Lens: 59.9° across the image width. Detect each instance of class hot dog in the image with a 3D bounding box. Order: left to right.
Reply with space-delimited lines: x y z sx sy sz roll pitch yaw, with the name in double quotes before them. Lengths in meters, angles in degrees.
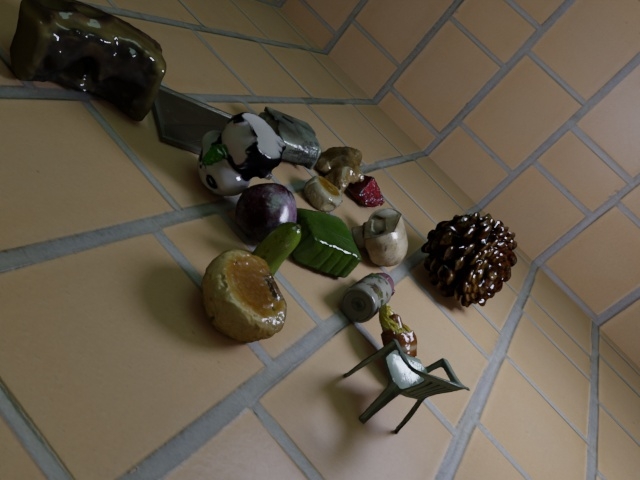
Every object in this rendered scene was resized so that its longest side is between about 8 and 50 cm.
"hot dog" 0.240 0.309 1.648 0.123 0.093 0.262 2 70 -65

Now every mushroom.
"mushroom" 0.232 0.007 2.091 0.254 0.195 0.189 -66 139 -65

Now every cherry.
"cherry" -0.158 -0.078 1.682 0.195 0.195 0.195 31 29 -20

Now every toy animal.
"toy animal" -0.261 -0.255 1.686 0.212 0.266 0.213 49 22 -28

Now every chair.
"chair" 0.228 0.369 1.436 0.203 0.275 0.191 23 33 -28

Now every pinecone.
"pinecone" 0.599 0.063 2.266 0.397 0.398 0.398 31 29 -20

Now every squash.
"squash" -0.122 0.012 1.581 0.095 0.188 0.095 29 31 -20

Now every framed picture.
"framed picture" -0.390 -0.388 1.976 0.446 0.028 0.326 16 37 -40

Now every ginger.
"ginger" 0.079 -0.297 2.355 0.218 0.123 0.270 14 42 -4

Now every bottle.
"bottle" 0.164 0.172 1.803 0.120 0.120 0.253 47 27 8

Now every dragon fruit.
"dragon fruit" 0.191 -0.197 2.420 0.127 0.120 0.161 13 -34 50

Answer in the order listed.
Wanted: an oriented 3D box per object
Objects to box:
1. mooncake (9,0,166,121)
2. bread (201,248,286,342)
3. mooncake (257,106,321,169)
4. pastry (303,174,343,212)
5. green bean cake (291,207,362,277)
"mooncake" -0.666 -0.530 1.600 0.393 0.246 0.394 35 24 -1
"bread" -0.193 0.142 1.366 0.244 0.134 0.244 34 28 -22
"mooncake" -0.126 -0.398 2.215 0.254 0.136 0.250 13 37 -35
"pastry" 0.010 -0.179 2.135 0.165 0.088 0.166 35 28 -21
"green bean cake" 0.000 0.000 1.831 0.248 0.125 0.222 23 32 -37
